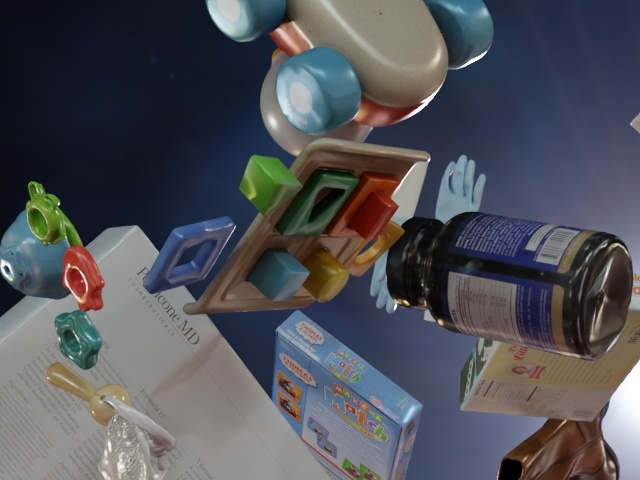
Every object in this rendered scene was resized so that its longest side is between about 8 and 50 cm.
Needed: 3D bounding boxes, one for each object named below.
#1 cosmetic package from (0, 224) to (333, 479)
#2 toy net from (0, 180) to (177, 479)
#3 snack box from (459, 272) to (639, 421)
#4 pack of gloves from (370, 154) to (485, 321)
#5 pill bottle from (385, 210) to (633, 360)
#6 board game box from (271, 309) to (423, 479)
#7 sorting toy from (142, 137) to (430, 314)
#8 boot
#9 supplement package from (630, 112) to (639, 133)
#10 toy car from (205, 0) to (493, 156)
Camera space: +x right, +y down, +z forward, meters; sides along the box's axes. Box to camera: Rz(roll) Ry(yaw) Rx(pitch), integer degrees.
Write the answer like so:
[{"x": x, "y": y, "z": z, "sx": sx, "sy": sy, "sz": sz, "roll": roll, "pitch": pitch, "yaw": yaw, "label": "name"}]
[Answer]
[{"x": -0.164, "y": 0.219, "z": 1.251, "sx": 0.284, "sy": 0.097, "sz": 0.377, "roll": -41, "pitch": -74, "yaw": -19, "label": "cosmetic package"}, {"x": -0.145, "y": 0.074, "z": 0.974, "sx": 0.045, "sy": 0.232, "sz": 0.122, "roll": -24, "pitch": -7, "yaw": -40, "label": "toy net"}, {"x": 0.302, "y": 0.135, "z": 1.831, "sx": 0.187, "sy": 0.060, "sz": 0.322, "roll": 6, "pitch": -31, "yaw": -7, "label": "snack box"}, {"x": 0.134, "y": -0.008, "z": 1.975, "sx": 0.046, "sy": 0.232, "sz": 0.195, "roll": 9, "pitch": -3, "yaw": -39, "label": "pack of gloves"}, {"x": 0.178, "y": 0.037, "z": 1.397, "sx": 0.219, "sy": 0.122, "sz": 0.123, "roll": 11, "pitch": -24, "yaw": 35, "label": "pill bottle"}, {"x": 0.020, "y": 0.181, "z": 1.464, "sx": 0.039, "sy": 0.160, "sz": 0.211, "roll": -43, "pitch": -22, "yaw": -27, "label": "board game box"}, {"x": 0.000, "y": 0.000, "z": 1.197, "sx": 0.196, "sy": 0.047, "sz": 0.348, "roll": -50, "pitch": -23, "yaw": 20, "label": "sorting toy"}, {"x": 0.343, "y": 0.353, "z": 2.073, "sx": 0.096, "sy": 0.280, "sz": 0.264, "roll": 18, "pitch": -55, "yaw": 26, "label": "boot"}, {"x": 0.513, "y": -0.152, "z": 1.669, "sx": 0.149, "sy": 0.203, "sz": 0.194, "roll": -34, "pitch": -16, "yaw": -47, "label": "supplement package"}, {"x": -0.004, "y": -0.165, "z": 1.364, "sx": 0.219, "sy": 0.210, "sz": 0.238, "roll": -30, "pitch": -13, "yaw": -36, "label": "toy car"}]
